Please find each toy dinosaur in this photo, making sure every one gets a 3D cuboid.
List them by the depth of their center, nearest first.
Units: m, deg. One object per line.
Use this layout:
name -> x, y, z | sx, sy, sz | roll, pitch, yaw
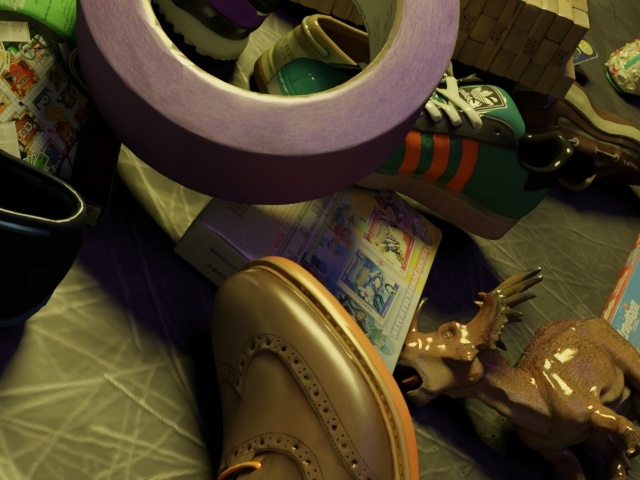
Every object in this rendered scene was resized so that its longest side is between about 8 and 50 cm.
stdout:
toy dinosaur -> 0.211, 0.111, 0.959 | 0.296, 0.127, 0.200 | 0, 50, -51

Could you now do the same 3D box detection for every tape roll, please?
tape roll -> -0.041, -0.168, 0.828 | 0.275, 0.090, 0.274 | 4, 69, -10

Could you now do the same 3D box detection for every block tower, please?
block tower -> 0.108, -0.254, 1.119 | 0.336, 0.097, 0.091 | 19, 42, -8

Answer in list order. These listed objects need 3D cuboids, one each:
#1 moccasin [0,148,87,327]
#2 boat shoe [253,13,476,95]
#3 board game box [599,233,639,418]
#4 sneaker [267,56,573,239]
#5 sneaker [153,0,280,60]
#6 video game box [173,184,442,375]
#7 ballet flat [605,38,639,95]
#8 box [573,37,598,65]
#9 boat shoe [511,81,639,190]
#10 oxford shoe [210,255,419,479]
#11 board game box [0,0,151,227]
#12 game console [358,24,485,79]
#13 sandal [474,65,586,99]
moccasin -> -0.285, -0.082, 0.636 | 0.342, 0.117, 0.137 | 29, 41, -23
boat shoe -> 0.073, -0.139, 1.064 | 0.285, 0.089, 0.104 | 7, 52, -42
board game box -> 0.368, 0.099, 1.196 | 0.145, 0.027, 0.281 | 48, 37, -2
sneaker -> 0.094, -0.102, 0.960 | 0.302, 0.121, 0.108 | 21, 35, -38
sneaker -> -0.129, -0.312, 0.972 | 0.293, 0.146, 0.102 | 48, 37, 0
video game box -> 0.000, 0.000, 0.903 | 0.187, 0.048, 0.205 | 39, 37, -8
ballet flat -> 0.483, -0.254, 1.586 | 0.091, 0.077, 0.241 | 53, 37, 8
box -> 0.254, -0.305, 1.437 | 0.225, 0.036, 0.136 | 54, 38, 10
boat shoe -> 0.295, -0.101, 1.273 | 0.257, 0.095, 0.095 | 24, 77, -37
oxford shoe -> -0.018, 0.168, 0.674 | 0.133, 0.130, 0.363 | 3, 55, -36
board game box -> -0.204, -0.136, 0.840 | 0.136, 0.030, 0.259 | 26, 42, -23
game console -> 0.124, -0.236, 1.208 | 0.144, 0.124, 0.085 | -66, 140, -50
sandal -> 0.238, -0.172, 1.286 | 0.179, 0.067, 0.040 | -5, 67, -38
